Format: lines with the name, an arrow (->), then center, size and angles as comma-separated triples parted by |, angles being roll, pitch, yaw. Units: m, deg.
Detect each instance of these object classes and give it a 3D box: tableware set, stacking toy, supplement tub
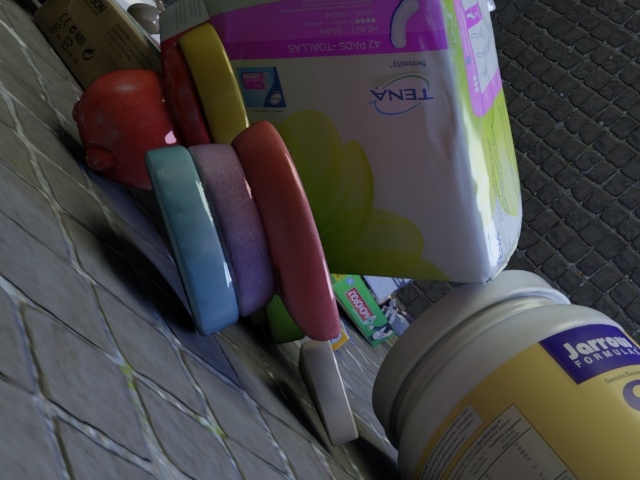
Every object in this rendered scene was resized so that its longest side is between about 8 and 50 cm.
tableware set -> -0.245, -0.256, 1.347 | 0.169, 0.020, 0.141 | 5, -30, 18
stacking toy -> -0.090, 0.010, 0.803 | 0.309, 0.130, 0.279 | -122, -164, -56
supplement tub -> 0.213, 0.205, 0.859 | 0.331, 0.241, 0.241 | 51, 4, 39

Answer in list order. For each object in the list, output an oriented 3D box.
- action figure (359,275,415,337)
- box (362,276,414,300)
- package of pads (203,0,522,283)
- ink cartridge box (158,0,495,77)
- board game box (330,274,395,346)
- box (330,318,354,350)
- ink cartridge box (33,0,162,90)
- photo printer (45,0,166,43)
action figure -> 0.129, 0.137, 1.865 | 0.285, 0.099, 0.185 | 44, 12, -15
box -> 0.086, -0.058, 1.625 | 0.247, 0.163, 0.142 | 58, 3, -27
package of pads -> 0.044, -0.108, 0.880 | 0.229, 0.101, 0.296 | 4, -57, 30
ink cartridge box -> -0.006, -0.231, 1.049 | 0.131, 0.306, 0.226 | 55, 11, -28
board game box -> 0.000, 0.000, 1.661 | 0.317, 0.046, 0.213 | 58, 2, 37
box -> -0.012, 0.079, 1.251 | 0.136, 0.028, 0.081 | 50, 3, -10
ink cartridge box -> -0.201, -0.175, 1.194 | 0.234, 0.088, 0.193 | 50, 5, 33
photo printer -> -0.307, -0.342, 1.512 | 0.256, 0.107, 0.307 | 44, 5, -15
